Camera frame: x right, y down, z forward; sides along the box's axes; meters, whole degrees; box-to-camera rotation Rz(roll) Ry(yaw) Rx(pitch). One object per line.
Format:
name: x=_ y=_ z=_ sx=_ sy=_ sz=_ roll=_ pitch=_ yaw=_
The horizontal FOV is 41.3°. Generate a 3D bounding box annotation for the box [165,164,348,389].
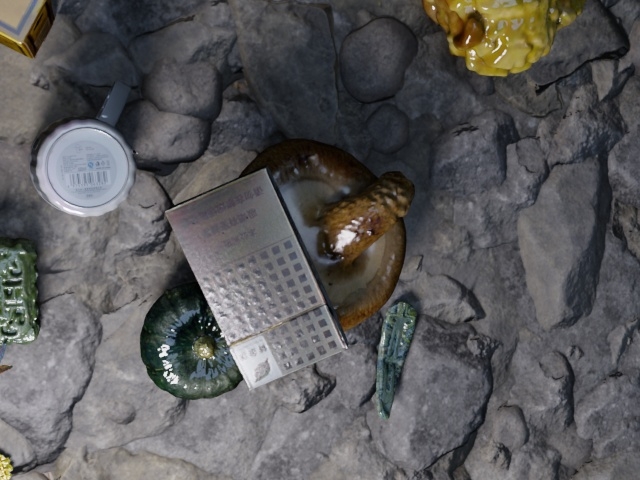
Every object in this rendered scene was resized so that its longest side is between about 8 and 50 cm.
box: x=-0.099 y=0.062 z=1.369 sx=0.180 sy=0.047 sz=0.325 roll=-23 pitch=100 yaw=5

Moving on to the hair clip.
hair clip: x=0.138 y=0.228 z=1.634 sx=0.066 sy=0.036 sz=0.229 roll=13 pitch=86 yaw=-22

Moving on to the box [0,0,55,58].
box: x=-0.498 y=-0.355 z=1.243 sx=0.192 sy=0.301 sz=0.084 roll=27 pitch=90 yaw=-17

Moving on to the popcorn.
popcorn: x=0.341 y=-0.433 z=1.536 sx=0.332 sy=0.225 sz=0.265 roll=-6 pitch=93 yaw=-28

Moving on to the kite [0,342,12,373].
kite: x=-0.595 y=0.205 z=1.375 sx=0.182 sy=0.010 sz=0.160 roll=9 pitch=132 yaw=-17

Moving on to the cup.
cup: x=-0.379 y=-0.144 z=1.354 sx=0.166 sy=0.202 sz=0.221 roll=-4 pitch=98 yaw=-18

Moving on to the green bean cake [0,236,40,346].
green bean cake: x=-0.547 y=0.087 z=1.385 sx=0.173 sy=0.094 sz=0.182 roll=1 pitch=95 yaw=-16

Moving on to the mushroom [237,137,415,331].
mushroom: x=-0.007 y=-0.001 z=1.488 sx=0.344 sy=0.239 sz=0.345 roll=0 pitch=84 yaw=2

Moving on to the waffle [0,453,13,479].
waffle: x=-0.570 y=0.393 z=1.451 sx=0.085 sy=0.016 sz=0.078 roll=17 pitch=91 yaw=-18

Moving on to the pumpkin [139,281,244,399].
pumpkin: x=-0.206 y=0.173 z=1.464 sx=0.211 sy=0.152 sz=0.212 roll=-9 pitch=111 yaw=-24
